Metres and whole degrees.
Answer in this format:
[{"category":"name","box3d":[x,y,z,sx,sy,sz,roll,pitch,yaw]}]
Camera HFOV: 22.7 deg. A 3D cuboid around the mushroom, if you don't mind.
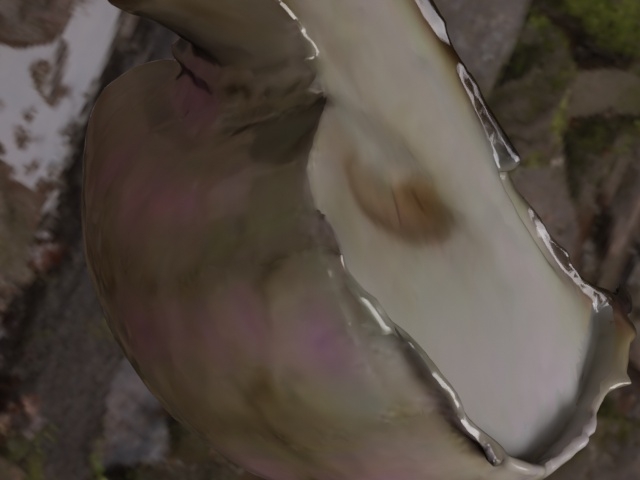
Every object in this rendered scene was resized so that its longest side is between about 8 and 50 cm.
[{"category":"mushroom","box3d":[-0.022,0.016,0.552,0.236,0.173,0.162,54,29,-26]}]
